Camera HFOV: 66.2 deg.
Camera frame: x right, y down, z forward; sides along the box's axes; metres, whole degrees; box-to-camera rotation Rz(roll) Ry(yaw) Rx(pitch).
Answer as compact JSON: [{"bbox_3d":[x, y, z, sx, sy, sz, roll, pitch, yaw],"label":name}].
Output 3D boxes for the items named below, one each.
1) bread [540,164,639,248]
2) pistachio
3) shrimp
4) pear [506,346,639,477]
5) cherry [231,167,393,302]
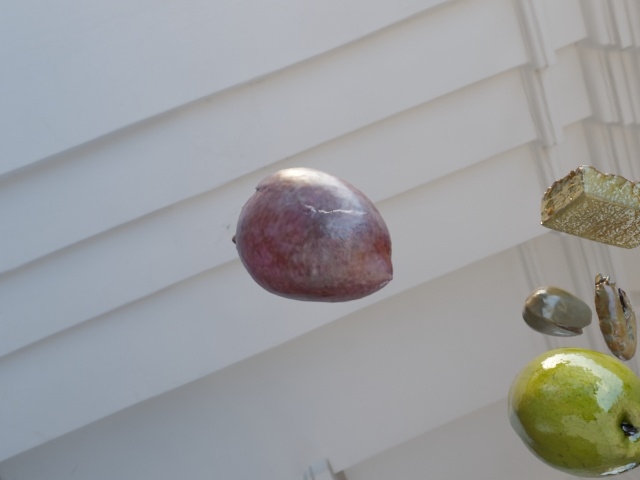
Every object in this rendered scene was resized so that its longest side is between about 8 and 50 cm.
[{"bbox_3d":[0.710,-0.082,1.219,0.184,0.275,0.114,118,-18,-62],"label":"bread"},{"bbox_3d":[0.558,0.173,1.164,0.124,0.185,0.124,-164,-90,-80],"label":"pistachio"},{"bbox_3d":[0.625,0.159,1.040,0.052,0.133,0.187,-15,-100,45],"label":"shrimp"},{"bbox_3d":[0.377,0.244,0.718,0.198,0.198,0.198,157,-90,-86],"label":"pear"},{"bbox_3d":[0.000,0.000,0.654,0.192,0.175,0.250,10,15,-46],"label":"cherry"}]
